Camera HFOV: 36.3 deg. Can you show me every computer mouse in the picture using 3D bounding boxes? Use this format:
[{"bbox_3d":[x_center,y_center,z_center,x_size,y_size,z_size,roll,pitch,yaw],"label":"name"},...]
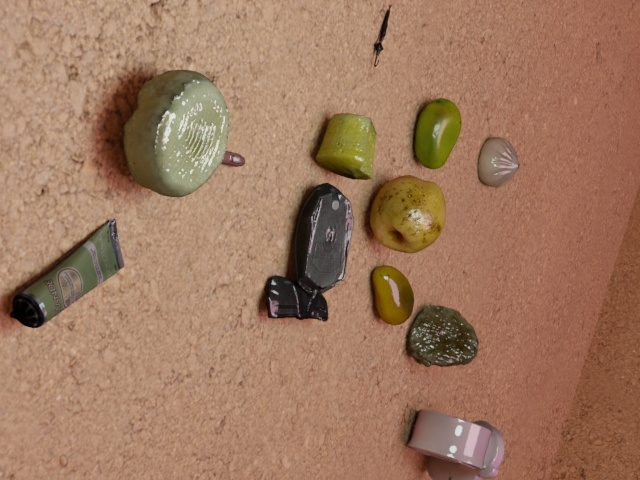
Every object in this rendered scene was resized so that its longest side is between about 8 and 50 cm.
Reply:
[{"bbox_3d":[-0.003,0.000,1.937,0.126,0.071,0.231,4,94,-46],"label":"computer mouse"}]

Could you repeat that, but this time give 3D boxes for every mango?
[{"bbox_3d":[0.164,0.123,2.238,0.103,0.076,0.161,-46,128,-31],"label":"mango"},{"bbox_3d":[0.271,-0.250,2.267,0.117,0.089,0.163,28,77,-56],"label":"mango"}]

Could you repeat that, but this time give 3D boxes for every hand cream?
[{"bbox_3d":[-0.363,0.054,1.428,0.235,0.055,0.086,-44,137,-52],"label":"hand cream"}]

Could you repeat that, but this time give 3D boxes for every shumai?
[{"bbox_3d":[0.295,0.254,2.465,0.184,0.184,0.142,-61,173,-25],"label":"shumai"}]

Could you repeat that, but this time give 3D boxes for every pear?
[{"bbox_3d":[0.195,-0.061,2.141,0.178,0.178,0.178,-24,119,-52],"label":"pear"}]

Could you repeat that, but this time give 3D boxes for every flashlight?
[{"bbox_3d":[-0.166,-0.144,1.681,0.110,0.031,0.052,8,93,-57],"label":"flashlight"}]

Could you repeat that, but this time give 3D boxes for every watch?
[{"bbox_3d":[0.323,0.536,2.514,0.231,0.244,0.196,26,74,-34],"label":"watch"}]

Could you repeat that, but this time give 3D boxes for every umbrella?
[{"bbox_3d":[0.130,-0.432,2.063,0.022,0.022,0.149,21,70,-20],"label":"umbrella"}]

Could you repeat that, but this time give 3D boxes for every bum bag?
[{"bbox_3d":[-0.050,0.117,1.930,0.198,0.049,0.087,10,72,-54],"label":"bum bag"}]

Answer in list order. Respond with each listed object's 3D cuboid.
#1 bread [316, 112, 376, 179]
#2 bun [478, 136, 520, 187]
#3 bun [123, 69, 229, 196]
[{"bbox_3d":[0.054,-0.183,1.937,0.129,0.111,0.114,65,39,-71],"label":"bread"},{"bbox_3d":[0.489,-0.208,2.616,0.138,0.094,0.138,-16,111,-52],"label":"bun"},{"bbox_3d":[-0.230,-0.168,1.497,0.195,0.118,0.195,-34,133,-46],"label":"bun"}]
